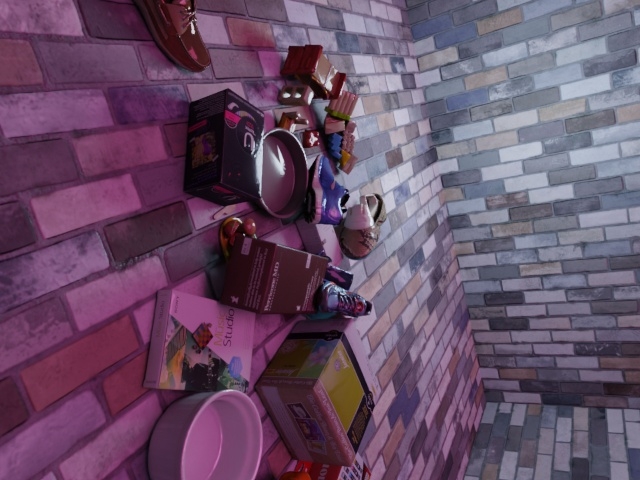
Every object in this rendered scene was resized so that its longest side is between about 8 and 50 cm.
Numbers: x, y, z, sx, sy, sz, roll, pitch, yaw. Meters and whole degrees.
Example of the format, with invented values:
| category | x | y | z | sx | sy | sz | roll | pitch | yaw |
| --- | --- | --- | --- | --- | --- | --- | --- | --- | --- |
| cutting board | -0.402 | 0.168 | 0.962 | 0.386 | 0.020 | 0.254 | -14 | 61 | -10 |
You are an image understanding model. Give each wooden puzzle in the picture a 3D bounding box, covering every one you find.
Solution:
| category | x | y | z | sx | sy | sz | roll | pitch | yaw |
| --- | --- | --- | --- | --- | --- | --- | --- | --- | --- |
| wooden puzzle | -0.293 | 0.238 | 1.206 | 0.083 | 0.006 | 0.049 | -55 | 129 | -49 |

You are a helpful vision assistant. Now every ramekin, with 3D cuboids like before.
| category | x | y | z | sx | sy | sz | roll | pitch | yaw |
| --- | --- | --- | --- | --- | --- | --- | --- | --- | --- |
| ramekin | -0.274 | 0.498 | 1.161 | 0.277 | 0.135 | 0.277 | 20 | 66 | -56 |

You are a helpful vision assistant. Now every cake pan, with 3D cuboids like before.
| category | x | y | z | sx | sy | sz | roll | pitch | yaw |
| --- | --- | --- | --- | --- | --- | --- | --- | --- | --- |
| cake pan | -0.142 | -0.219 | 1.590 | 0.293 | 0.054 | 0.293 | -6 | 97 | -56 |

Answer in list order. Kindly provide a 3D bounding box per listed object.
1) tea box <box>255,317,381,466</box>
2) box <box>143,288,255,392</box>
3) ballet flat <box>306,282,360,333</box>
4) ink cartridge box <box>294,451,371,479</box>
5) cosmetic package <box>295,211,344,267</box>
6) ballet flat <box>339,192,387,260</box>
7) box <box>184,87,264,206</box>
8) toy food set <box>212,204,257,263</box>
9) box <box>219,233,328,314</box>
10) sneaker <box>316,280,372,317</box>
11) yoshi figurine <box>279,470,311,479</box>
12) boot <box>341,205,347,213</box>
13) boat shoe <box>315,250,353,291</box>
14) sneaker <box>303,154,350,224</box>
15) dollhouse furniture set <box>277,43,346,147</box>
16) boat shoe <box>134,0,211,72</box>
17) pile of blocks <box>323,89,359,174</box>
| category | x | y | z | sx | sy | sz | roll | pitch | yaw |
| --- | --- | --- | --- | --- | --- | --- | --- | --- | --- |
| tea box | 0.009 | 0.477 | 1.561 | 0.323 | 0.220 | 0.328 | -52 | 127 | -52 |
| box | -0.296 | 0.269 | 1.254 | 0.322 | 0.059 | 0.232 | 27 | 61 | -53 |
| ballet flat | 0.026 | 0.244 | 1.760 | 0.400 | 0.139 | 0.139 | 56 | 39 | -43 |
| ink cartridge box | 0.024 | 0.831 | 1.598 | 0.271 | 0.130 | 0.309 | 63 | 36 | -28 |
| cosmetic package | 0.000 | 0.000 | 1.789 | 0.117 | 0.086 | 0.231 | -49 | 124 | -51 |
| ballet flat | 0.176 | -0.090 | 1.991 | 0.483 | 0.164 | 0.181 | -52 | 140 | -63 |
| box | -0.262 | -0.250 | 1.343 | 0.165 | 0.143 | 0.270 | 20 | 67 | -55 |
| toy food set | -0.226 | -0.004 | 1.419 | 0.128 | 0.071 | 0.217 | -38 | 115 | -56 |
| box | -0.118 | 0.109 | 1.416 | 0.381 | 0.143 | 0.191 | 18 | 85 | -65 |
| sneaker | 0.088 | 0.197 | 1.581 | 0.262 | 0.125 | 0.104 | 20 | 78 | -57 |
| yoshi figurine | -0.153 | 0.786 | 1.297 | 0.362 | 0.204 | 0.202 | -14 | 120 | -63 |
| boot | 0.015 | -0.165 | 1.883 | 0.219 | 0.082 | 0.106 | 14 | 52 | -56 |
| boat shoe | 0.004 | 0.091 | 1.710 | 0.258 | 0.109 | 0.089 | 34 | 78 | -29 |
| sneaker | 0.020 | -0.172 | 1.733 | 0.147 | 0.129 | 0.329 | 15 | 47 | -20 |
| dollhouse furniture set | -0.061 | -0.502 | 1.778 | 0.201 | 0.152 | 0.373 | 30 | 75 | -54 |
| boat shoe | -0.379 | -0.584 | 1.246 | 0.324 | 0.117 | 0.123 | 55 | 40 | -38 |
| pile of blocks | 0.070 | -0.452 | 1.995 | 0.149 | 0.112 | 0.362 | -13 | 120 | -18 |
